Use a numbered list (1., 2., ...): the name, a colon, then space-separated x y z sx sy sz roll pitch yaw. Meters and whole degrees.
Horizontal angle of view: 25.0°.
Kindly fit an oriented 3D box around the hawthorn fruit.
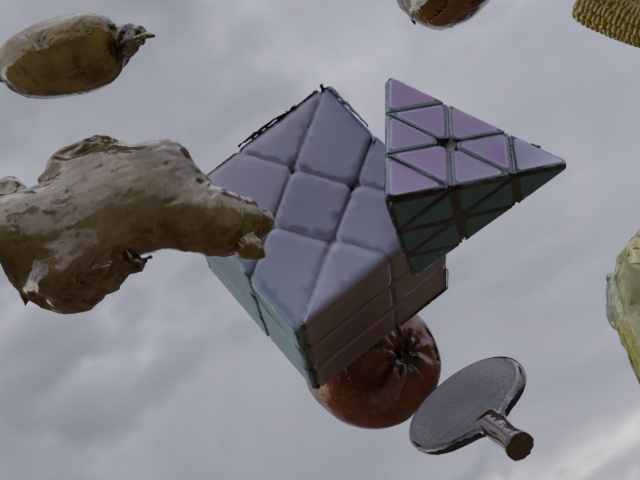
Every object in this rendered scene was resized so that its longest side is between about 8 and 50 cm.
1. hawthorn fruit: 0.063 0.163 1.854 0.173 0.173 0.173 -20 -27 -11

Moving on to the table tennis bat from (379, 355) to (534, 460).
1. table tennis bat: 0.094 0.097 1.108 0.107 0.119 0.170 -40 17 -6

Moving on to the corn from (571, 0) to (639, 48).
1. corn: 0.390 -0.250 1.671 0.067 0.206 0.067 -51 -27 -39

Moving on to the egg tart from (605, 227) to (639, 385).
1. egg tart: 0.322 0.094 0.946 0.315 0.315 0.120 -11 -41 -26

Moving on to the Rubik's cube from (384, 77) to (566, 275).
1. Rubik's cube: 0.086 -0.075 1.437 0.211 0.190 0.178 -42 -11 26

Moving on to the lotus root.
1. lotus root: -0.199 -0.147 1.160 0.152 0.063 0.072 -12 -27 18

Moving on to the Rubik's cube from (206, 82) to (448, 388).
1. Rubik's cube: 0.000 0.000 1.703 0.221 0.231 0.224 -38 -20 -11

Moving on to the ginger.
1. ginger: -0.148 -0.024 1.098 0.213 0.137 0.074 -17 -19 -12

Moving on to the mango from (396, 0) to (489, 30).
1. mango: 0.197 -0.401 2.069 0.151 0.156 0.248 -3 -27 -22
